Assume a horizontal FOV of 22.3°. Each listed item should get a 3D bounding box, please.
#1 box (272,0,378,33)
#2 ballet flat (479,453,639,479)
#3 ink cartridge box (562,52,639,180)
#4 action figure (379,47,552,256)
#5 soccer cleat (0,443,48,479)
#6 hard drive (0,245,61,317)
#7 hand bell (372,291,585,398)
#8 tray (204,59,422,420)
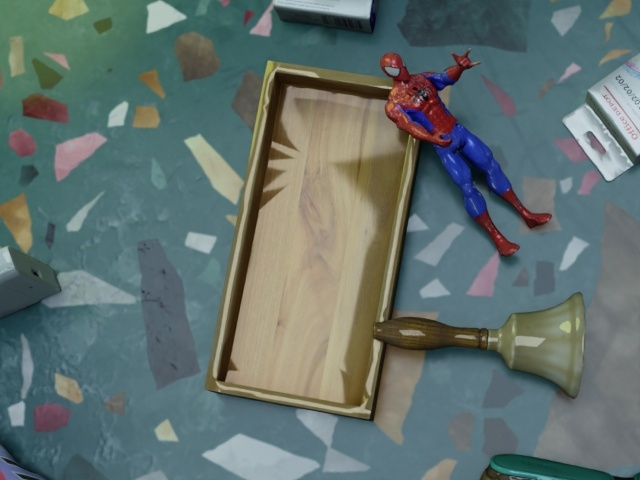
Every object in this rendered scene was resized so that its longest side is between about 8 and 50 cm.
[{"bbox_3d":[0.015,-0.341,2.039,0.126,0.072,0.137,9,83,8],"label":"box"},{"bbox_3d":[0.354,0.325,1.889,0.342,0.116,0.124,3,102,7],"label":"ballet flat"},{"bbox_3d":[0.395,-0.166,1.974,0.181,0.061,0.104,-36,79,1],"label":"ink cartridge box"},{"bbox_3d":[0.174,-0.116,1.910,0.091,0.139,0.280,-43,98,-18],"label":"action figure"},{"bbox_3d":[-0.402,0.282,1.979,0.083,0.095,0.248,-44,79,-2],"label":"soccer cleat"},{"bbox_3d":[-0.483,0.095,1.962,0.307,0.203,0.040,-24,80,2],"label":"hard drive"},{"bbox_3d":[0.182,0.117,1.910,0.242,0.126,0.126,3,82,1],"label":"hand bell"},{"bbox_3d":[0.000,0.000,1.989,0.202,0.076,0.411,9,82,8],"label":"tray"}]
